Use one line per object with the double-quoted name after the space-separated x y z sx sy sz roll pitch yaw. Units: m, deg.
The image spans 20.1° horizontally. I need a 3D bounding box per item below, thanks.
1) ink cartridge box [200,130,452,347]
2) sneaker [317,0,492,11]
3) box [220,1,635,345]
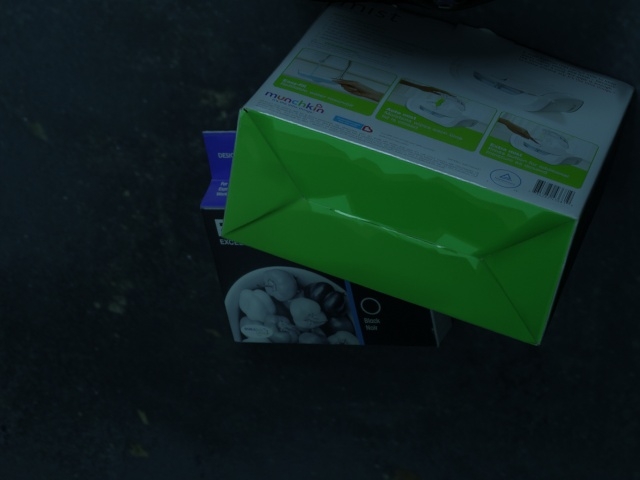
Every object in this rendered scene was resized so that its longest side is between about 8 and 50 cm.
0.000 0.000 1.616 0.206 0.045 0.208 0 121 22 "ink cartridge box"
0.078 -0.225 1.375 0.283 0.124 0.107 -7 119 27 "sneaker"
0.088 -0.067 1.411 0.262 0.231 0.126 18 124 9 "box"
